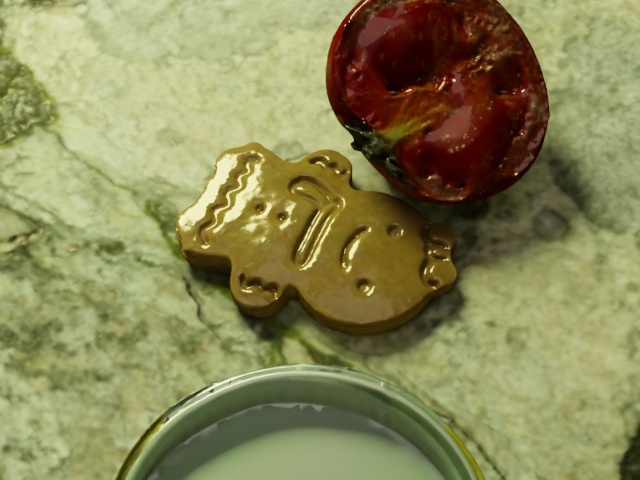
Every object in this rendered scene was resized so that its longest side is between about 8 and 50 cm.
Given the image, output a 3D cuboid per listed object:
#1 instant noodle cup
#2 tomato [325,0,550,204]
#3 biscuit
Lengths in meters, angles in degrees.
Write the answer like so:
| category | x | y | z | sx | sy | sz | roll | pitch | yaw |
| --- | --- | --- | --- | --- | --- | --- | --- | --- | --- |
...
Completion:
| category | x | y | z | sx | sy | sz | roll | pitch | yaw |
| --- | --- | --- | --- | --- | --- | --- | --- | --- | --- |
| instant noodle cup | -0.009 | 0.198 | 0.991 | 0.264 | 0.200 | 0.264 | 0 | 58 | 1 |
| tomato | 0.073 | -0.097 | 1.228 | 0.139 | 0.091 | 0.159 | -43 | 95 | -12 |
| biscuit | -0.005 | 0.002 | 1.205 | 0.184 | 0.027 | 0.133 | 35 | 64 | 19 |
